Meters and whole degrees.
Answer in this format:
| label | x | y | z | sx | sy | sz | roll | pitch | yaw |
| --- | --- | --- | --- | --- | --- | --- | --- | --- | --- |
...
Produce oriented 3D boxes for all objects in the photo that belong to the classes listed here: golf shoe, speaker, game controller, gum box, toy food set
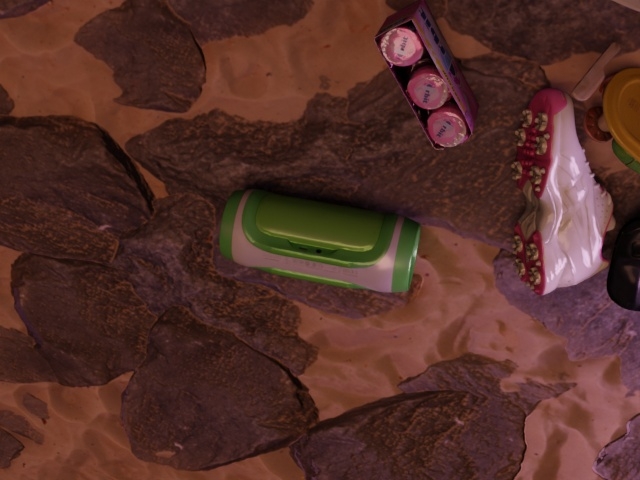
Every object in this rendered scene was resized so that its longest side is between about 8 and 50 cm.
| label | x | y | z | sx | sy | sz | roll | pitch | yaw |
| --- | --- | --- | --- | --- | --- | --- | --- | --- | --- |
| golf shoe | 0.352 | -0.073 | 1.288 | 0.140 | 0.115 | 0.306 | -8 | 115 | -9 |
| speaker | 0.000 | 0.000 | 1.398 | 0.297 | 0.131 | 0.131 | 11 | 121 | 10 |
| game controller | 0.581 | 0.043 | 1.290 | 0.319 | 0.067 | 0.166 | 4 | 134 | 5 |
| gum box | 0.152 | -0.225 | 1.241 | 0.062 | 0.107 | 0.188 | -23 | 110 | 25 |
| toy food set | 0.421 | -0.159 | 1.218 | 0.218 | 0.128 | 0.071 | 39 | 157 | -11 |

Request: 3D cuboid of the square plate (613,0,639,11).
| label | x | y | z | sx | sy | sz | roll | pitch | yaw |
| --- | --- | --- | --- | --- | --- | --- | --- | --- | --- |
| square plate | 0.298 | -0.478 | 1.004 | 0.347 | 0.049 | 0.344 | 40 | 131 | 38 |
